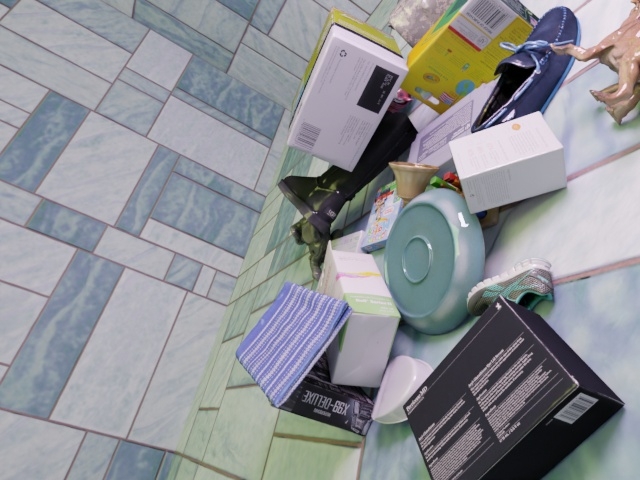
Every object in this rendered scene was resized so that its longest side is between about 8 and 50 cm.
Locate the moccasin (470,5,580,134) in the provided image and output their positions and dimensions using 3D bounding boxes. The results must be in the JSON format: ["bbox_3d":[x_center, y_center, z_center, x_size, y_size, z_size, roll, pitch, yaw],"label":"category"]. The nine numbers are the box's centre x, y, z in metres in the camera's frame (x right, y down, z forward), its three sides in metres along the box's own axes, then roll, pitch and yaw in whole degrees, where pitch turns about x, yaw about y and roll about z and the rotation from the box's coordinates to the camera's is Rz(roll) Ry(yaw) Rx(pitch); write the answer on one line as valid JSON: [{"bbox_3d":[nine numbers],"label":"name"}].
[{"bbox_3d":[0.431,-0.348,0.887,0.341,0.117,0.138,-66,20,-5],"label":"moccasin"}]

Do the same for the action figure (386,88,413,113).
[{"bbox_3d":[0.224,-0.514,1.563,0.370,0.276,0.248,28,98,53],"label":"action figure"}]

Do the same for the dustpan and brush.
[{"bbox_3d":[0.194,0.284,0.822,0.211,0.060,0.147,-47,12,54],"label":"dustpan and brush"}]

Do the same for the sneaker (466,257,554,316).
[{"bbox_3d":[0.318,0.097,0.716,0.166,0.065,0.076,-48,29,42],"label":"sneaker"}]

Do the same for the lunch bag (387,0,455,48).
[{"bbox_3d":[0.378,-0.687,1.231,0.305,0.256,0.212,-40,31,48],"label":"lunch bag"}]

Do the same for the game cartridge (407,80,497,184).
[{"bbox_3d":[0.340,-0.261,1.111,0.294,0.060,0.196,-32,34,57],"label":"game cartridge"}]

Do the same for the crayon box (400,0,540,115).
[{"bbox_3d":[0.367,-0.482,1.091,0.318,0.202,0.081,-38,32,50],"label":"crayon box"}]

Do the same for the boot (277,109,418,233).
[{"bbox_3d":[0.080,-0.269,1.450,0.445,0.146,0.367,-48,38,6],"label":"boot"}]

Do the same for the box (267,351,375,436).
[{"bbox_3d":[-0.032,0.333,1.039,0.076,0.243,0.307,-64,20,0],"label":"box"}]

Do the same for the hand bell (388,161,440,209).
[{"bbox_3d":[0.221,-0.072,1.079,0.126,0.126,0.241,-130,44,-69],"label":"hand bell"}]

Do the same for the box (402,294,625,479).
[{"bbox_3d":[0.258,0.243,0.623,0.261,0.103,0.184,-57,24,20],"label":"box"}]

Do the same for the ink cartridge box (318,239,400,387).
[{"bbox_3d":[0.078,0.162,1.058,0.353,0.119,0.207,-104,22,-63],"label":"ink cartridge box"}]

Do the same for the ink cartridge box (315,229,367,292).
[{"bbox_3d":[0.068,0.091,1.373,0.223,0.045,0.223,-19,49,64],"label":"ink cartridge box"}]

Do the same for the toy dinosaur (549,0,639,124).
[{"bbox_3d":[0.508,-0.303,0.647,0.200,0.127,0.295,-41,35,35],"label":"toy dinosaur"}]

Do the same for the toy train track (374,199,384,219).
[{"bbox_3d":[0.172,-0.095,1.268,0.048,0.014,0.083,-48,25,39],"label":"toy train track"}]

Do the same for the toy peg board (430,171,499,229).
[{"bbox_3d":[0.309,-0.094,0.943,0.161,0.079,0.161,-32,38,57],"label":"toy peg board"}]

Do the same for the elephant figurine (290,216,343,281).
[{"bbox_3d":[0.000,0.000,1.550,0.170,0.185,0.239,-23,31,-10],"label":"elephant figurine"}]

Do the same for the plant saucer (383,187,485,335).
[{"bbox_3d":[0.220,0.042,0.909,0.318,0.044,0.317,-174,90,-66],"label":"plant saucer"}]

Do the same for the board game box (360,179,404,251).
[{"bbox_3d":[0.201,-0.079,1.256,0.160,0.039,0.211,-23,45,61],"label":"board game box"}]

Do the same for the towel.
[{"bbox_3d":[-0.079,0.207,0.948,0.243,0.040,0.336,-52,20,-14],"label":"towel"}]

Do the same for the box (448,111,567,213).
[{"bbox_3d":[0.343,-0.144,0.788,0.171,0.091,0.130,-16,40,19],"label":"box"}]

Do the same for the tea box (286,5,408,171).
[{"bbox_3d":[0.064,-0.446,1.244,0.323,0.220,0.329,-89,23,-51],"label":"tea box"}]
